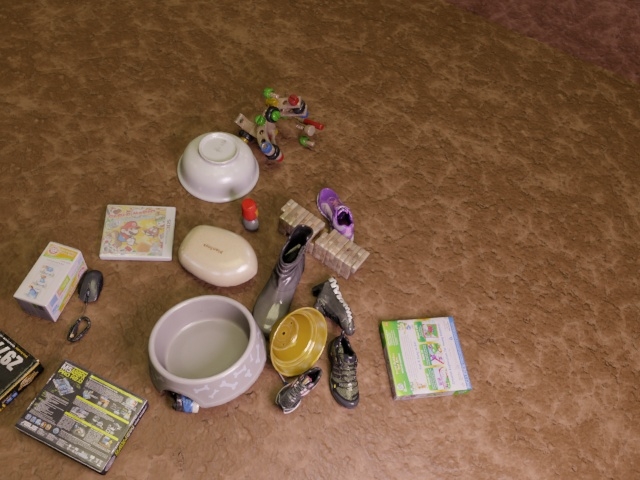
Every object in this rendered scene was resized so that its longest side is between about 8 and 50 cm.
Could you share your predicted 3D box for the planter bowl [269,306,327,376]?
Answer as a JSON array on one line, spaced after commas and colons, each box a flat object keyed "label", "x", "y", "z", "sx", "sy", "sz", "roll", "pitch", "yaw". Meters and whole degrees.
[{"label": "planter bowl", "x": -0.089, "y": 0.295, "z": 1.743, "sx": 0.217, "sy": 0.217, "sz": 0.090, "roll": -38, "pitch": 34, "yaw": -28}]

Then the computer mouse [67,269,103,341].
[{"label": "computer mouse", "x": -0.721, "y": 0.193, "z": 1.747, "sx": 0.071, "sy": 0.041, "sz": 0.241, "roll": 8, "pitch": 58, "yaw": -7}]

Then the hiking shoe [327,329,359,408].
[{"label": "hiking shoe", "x": 0.070, "y": 0.390, "z": 1.725, "sx": 0.086, "sy": 0.114, "sz": 0.226, "roll": -6, "pitch": 60, "yaw": -13}]

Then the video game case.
[{"label": "video game case", "x": -0.607, "y": -0.027, "z": 1.913, "sx": 0.227, "sy": 0.026, "sz": 0.206, "roll": 1, "pitch": 58, "yaw": -9}]

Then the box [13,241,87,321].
[{"label": "box", "x": -0.810, "y": 0.123, "z": 1.730, "sx": 0.103, "sy": 0.114, "sz": 0.203, "roll": 18, "pitch": 57, "yaw": 2}]

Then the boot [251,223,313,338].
[{"label": "boot", "x": -0.124, "y": 0.120, "z": 1.792, "sx": 0.118, "sy": 0.222, "sz": 0.338, "roll": 17, "pitch": 57, "yaw": 0}]

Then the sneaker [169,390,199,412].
[{"label": "sneaker", "x": -0.392, "y": 0.420, "z": 1.656, "sx": 0.085, "sy": 0.058, "sz": 0.152, "roll": 7, "pitch": 64, "yaw": -16}]

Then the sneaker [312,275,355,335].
[{"label": "sneaker", "x": 0.036, "y": 0.221, "z": 1.839, "sx": 0.106, "sy": 0.078, "sz": 0.234, "roll": -17, "pitch": 48, "yaw": -9}]

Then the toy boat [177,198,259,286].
[{"label": "toy boat", "x": -0.296, "y": 0.011, "z": 1.893, "sx": 0.268, "sy": 0.148, "sz": 0.318, "roll": 26, "pitch": 65, "yaw": 12}]

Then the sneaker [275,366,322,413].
[{"label": "sneaker", "x": -0.060, "y": 0.426, "z": 1.677, "sx": 0.072, "sy": 0.077, "sz": 0.178, "roll": 40, "pitch": 47, "yaw": 9}]

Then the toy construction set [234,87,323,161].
[{"label": "toy construction set", "x": -0.173, "y": -0.449, "z": 2.161, "sx": 0.237, "sy": 0.257, "sz": 0.309, "roll": 27, "pitch": 22, "yaw": 33}]

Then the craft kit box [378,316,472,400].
[{"label": "craft kit box", "x": 0.329, "y": 0.372, "z": 1.821, "sx": 0.247, "sy": 0.061, "sz": 0.249, "roll": 0, "pitch": 59, "yaw": -13}]

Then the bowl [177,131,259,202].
[{"label": "bowl", "x": -0.366, "y": -0.292, "z": 2.058, "sx": 0.298, "sy": 0.134, "sz": 0.297, "roll": 5, "pitch": 59, "yaw": -8}]

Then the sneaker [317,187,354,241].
[{"label": "sneaker", "x": 0.062, "y": -0.102, "z": 2.036, "sx": 0.095, "sy": 0.104, "sz": 0.236, "roll": -14, "pitch": 61, "yaw": -17}]

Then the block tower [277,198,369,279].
[{"label": "block tower", "x": 0.000, "y": 0.000, "z": 1.969, "sx": 0.336, "sy": 0.097, "sz": 0.091, "roll": 35, "pitch": 59, "yaw": 14}]

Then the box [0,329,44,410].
[{"label": "box", "x": -0.984, "y": 0.349, "z": 1.582, "sx": 0.322, "sy": 0.079, "sz": 0.257, "roll": 34, "pitch": 57, "yaw": 11}]

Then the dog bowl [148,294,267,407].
[{"label": "dog bowl", "x": -0.334, "y": 0.304, "z": 1.657, "sx": 0.349, "sy": 0.102, "sz": 0.348, "roll": -2, "pitch": 45, "yaw": 2}]

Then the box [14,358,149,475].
[{"label": "box", "x": -0.648, "y": 0.481, "z": 1.571, "sx": 0.270, "sy": 0.060, "sz": 0.216, "roll": 25, "pitch": 57, "yaw": 5}]

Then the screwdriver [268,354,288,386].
[{"label": "screwdriver", "x": -0.114, "y": 0.415, "z": 1.728, "sx": 0.024, "sy": 0.025, "sz": 0.169, "roll": -24, "pitch": 68, "yaw": -23}]
